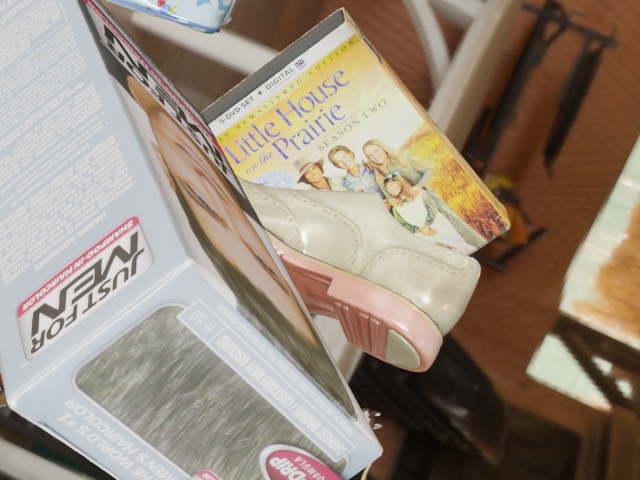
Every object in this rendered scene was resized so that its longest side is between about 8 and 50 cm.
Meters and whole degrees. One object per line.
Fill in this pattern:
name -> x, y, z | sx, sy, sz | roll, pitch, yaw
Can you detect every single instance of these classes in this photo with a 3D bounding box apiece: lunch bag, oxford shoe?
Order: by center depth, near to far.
lunch bag -> -0.157, -0.270, 1.154 | 0.219, 0.176, 0.090 | -84, -166, -74
oxford shoe -> 0.000, 0.000, 1.386 | 0.146, 0.397, 0.140 | -49, 155, -20

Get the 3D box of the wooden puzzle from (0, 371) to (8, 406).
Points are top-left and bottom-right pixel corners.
wooden puzzle -> -0.307, 0.121, 1.138 | 0.116, 0.014, 0.079 | -166, -118, -85

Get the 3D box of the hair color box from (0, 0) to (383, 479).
hair color box -> -0.114, -0.010, 0.729 | 0.113, 0.185, 0.374 | -37, -140, 6

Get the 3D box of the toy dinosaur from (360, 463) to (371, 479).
toy dinosaur -> 0.053, 0.346, 1.442 | 0.092, 0.053, 0.183 | -47, 128, -42

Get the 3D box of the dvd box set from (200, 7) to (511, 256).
dvd box set -> 0.038, -0.087, 1.749 | 0.307, 0.420, 0.062 | -34, -151, 15

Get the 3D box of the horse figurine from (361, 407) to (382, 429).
horse figurine -> -0.081, 0.233, 1.346 | 0.263, 0.066, 0.174 | -36, 148, 15
